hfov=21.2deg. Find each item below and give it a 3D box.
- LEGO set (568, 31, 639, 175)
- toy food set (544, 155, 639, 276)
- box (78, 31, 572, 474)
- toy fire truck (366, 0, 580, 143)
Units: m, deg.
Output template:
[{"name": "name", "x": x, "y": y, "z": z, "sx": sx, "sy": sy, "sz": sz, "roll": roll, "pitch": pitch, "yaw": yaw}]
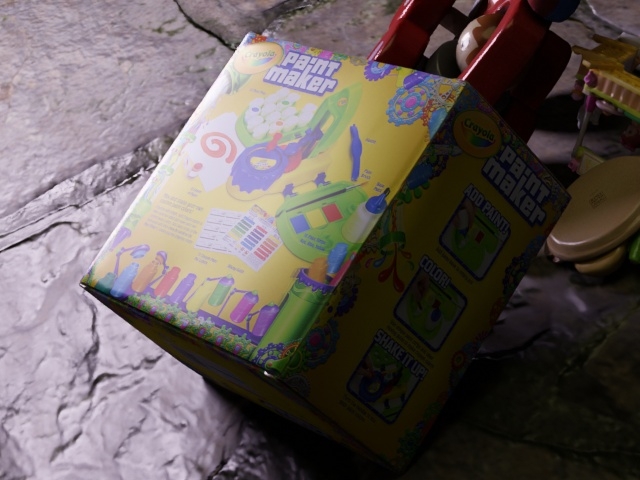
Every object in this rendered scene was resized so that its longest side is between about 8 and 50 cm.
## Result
[{"name": "LEGO set", "x": 0.290, "y": -0.120, "z": 1.644, "sx": 0.132, "sy": 0.107, "sz": 0.287, "roll": 9, "pitch": 21, "yaw": -16}, {"name": "toy food set", "x": 0.255, "y": -0.020, "z": 1.519, "sx": 0.192, "sy": 0.038, "sz": 0.132, "roll": -9, "pitch": 42, "yaw": 49}, {"name": "box", "x": 0.000, "y": 0.000, "z": 1.445, "sx": 0.290, "sy": 0.177, "sz": 0.279, "roll": 21, "pitch": 74, "yaw": 49}, {"name": "toy fire truck", "x": 0.174, "y": -0.206, "z": 1.636, "sx": 0.254, "sy": 0.169, "sz": 0.302, "roll": -50, "pitch": 7, "yaw": 45}]
